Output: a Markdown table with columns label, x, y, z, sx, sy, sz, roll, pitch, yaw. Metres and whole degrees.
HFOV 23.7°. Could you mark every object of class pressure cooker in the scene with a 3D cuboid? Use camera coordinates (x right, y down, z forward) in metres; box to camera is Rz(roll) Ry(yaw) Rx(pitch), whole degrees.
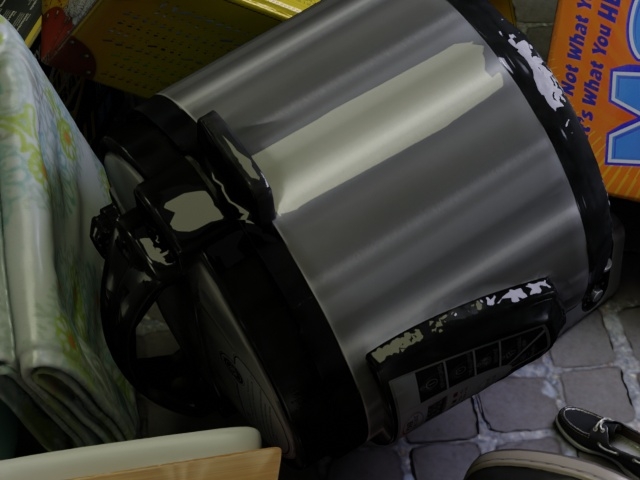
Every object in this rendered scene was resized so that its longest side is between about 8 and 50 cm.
| label | x | y | z | sx | sy | sz | roll | pitch | yaw |
| --- | --- | --- | --- | --- | --- | --- | --- | --- | --- |
| pressure cooker | -0.003 | -0.004 | 1.362 | 0.420 | 0.370 | 0.375 | -30 | 23 | -14 |

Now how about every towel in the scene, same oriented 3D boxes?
| label | x | y | z | sx | sy | sz | roll | pitch | yaw |
| --- | --- | --- | --- | --- | --- | --- | --- | --- | --- |
| towel | -0.243 | 0.019 | 1.397 | 0.090 | 0.320 | 0.374 | -13 | 61 | 1 |

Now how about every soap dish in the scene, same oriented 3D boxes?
| label | x | y | z | sx | sy | sz | roll | pitch | yaw |
| --- | --- | --- | --- | --- | --- | --- | --- | --- | --- |
| soap dish | -0.177 | 0.260 | 1.282 | 0.290 | 0.229 | 0.118 | -8 | 63 | -11 |

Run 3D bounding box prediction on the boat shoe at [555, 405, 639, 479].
| label | x | y | z | sx | sy | sz | roll | pitch | yaw |
| --- | --- | --- | --- | --- | --- | --- | --- | --- | --- |
| boat shoe | 0.287 | 0.195 | 1.495 | 0.125 | 0.038 | 0.046 | 36 | 53 | 28 |

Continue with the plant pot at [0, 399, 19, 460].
| label | x | y | z | sx | sy | sz | roll | pitch | yaw |
| --- | --- | --- | --- | --- | --- | --- | --- | --- | --- |
| plant pot | -0.400 | 0.145 | 1.339 | 0.293 | 0.293 | 0.235 | -19 | 56 | -21 |

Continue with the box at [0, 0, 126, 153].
| label | x | y | z | sx | sy | sz | roll | pitch | yaw |
| --- | --- | --- | --- | --- | --- | --- | --- | --- | --- |
| box | -0.305 | -0.166 | 1.663 | 0.079 | 0.257 | 0.322 | 12 | 45 | 8 |

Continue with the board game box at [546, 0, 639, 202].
| label | x | y | z | sx | sy | sz | roll | pitch | yaw |
| --- | --- | --- | --- | --- | --- | --- | --- | --- | --- |
| board game box | 0.432 | -0.239 | 1.628 | 0.356 | 0.357 | 0.356 | 11 | 18 | 7 |

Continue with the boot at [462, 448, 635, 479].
| label | x | y | z | sx | sy | sz | roll | pitch | yaw |
| --- | --- | --- | --- | --- | --- | --- | --- | --- | --- |
| boot | 0.234 | 0.357 | 1.270 | 0.377 | 0.138 | 0.284 | 30 | 50 | 17 |

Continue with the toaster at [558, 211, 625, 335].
| label | x | y | z | sx | sy | sz | roll | pitch | yaw |
| --- | --- | --- | --- | --- | --- | --- | --- | --- | --- |
| toaster | 0.209 | 0.013 | 1.621 | 0.168 | 0.110 | 0.185 | -31 | 54 | -31 |

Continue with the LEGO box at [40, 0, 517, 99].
| label | x | y | z | sx | sy | sz | roll | pitch | yaw |
| --- | --- | --- | --- | --- | --- | --- | --- | --- | --- |
| LEGO box | -0.037 | -0.311 | 1.665 | 0.500 | 0.193 | 0.372 | 17 | 52 | -31 |
